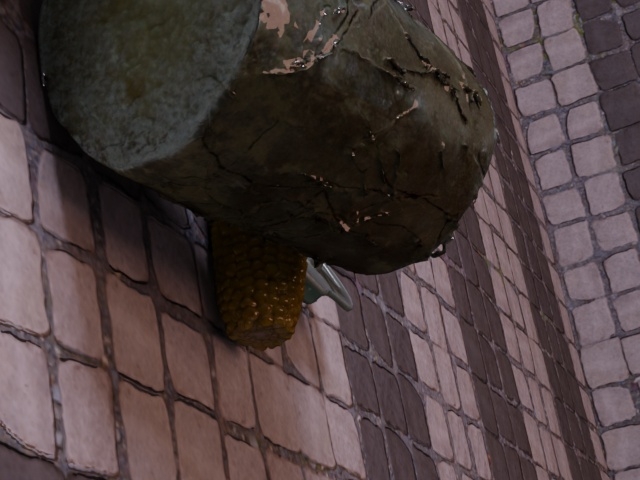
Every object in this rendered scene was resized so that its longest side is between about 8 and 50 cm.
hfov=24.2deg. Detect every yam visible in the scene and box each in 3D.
[{"bbox_3d":[-0.031,-0.121,1.161,0.348,0.241,0.241,28,44,-43],"label":"yam"}]

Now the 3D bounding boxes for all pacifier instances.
[{"bbox_3d":[0.000,0.000,1.429,0.126,0.116,0.150,52,9,33],"label":"pacifier"}]

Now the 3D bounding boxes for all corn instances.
[{"bbox_3d":[-0.055,-0.027,1.326,0.091,0.091,0.260,60,24,-57],"label":"corn"}]
